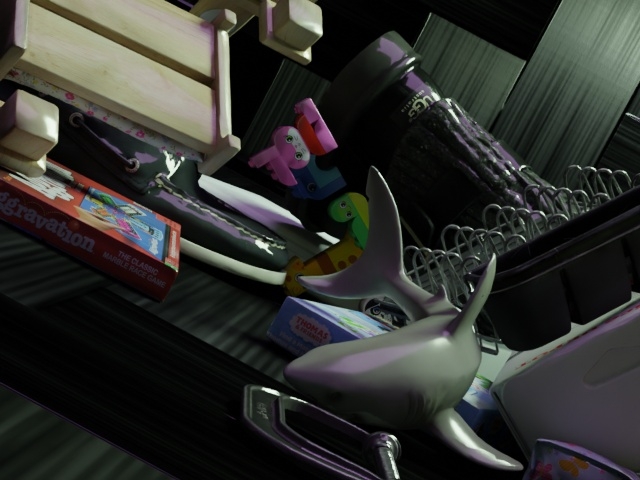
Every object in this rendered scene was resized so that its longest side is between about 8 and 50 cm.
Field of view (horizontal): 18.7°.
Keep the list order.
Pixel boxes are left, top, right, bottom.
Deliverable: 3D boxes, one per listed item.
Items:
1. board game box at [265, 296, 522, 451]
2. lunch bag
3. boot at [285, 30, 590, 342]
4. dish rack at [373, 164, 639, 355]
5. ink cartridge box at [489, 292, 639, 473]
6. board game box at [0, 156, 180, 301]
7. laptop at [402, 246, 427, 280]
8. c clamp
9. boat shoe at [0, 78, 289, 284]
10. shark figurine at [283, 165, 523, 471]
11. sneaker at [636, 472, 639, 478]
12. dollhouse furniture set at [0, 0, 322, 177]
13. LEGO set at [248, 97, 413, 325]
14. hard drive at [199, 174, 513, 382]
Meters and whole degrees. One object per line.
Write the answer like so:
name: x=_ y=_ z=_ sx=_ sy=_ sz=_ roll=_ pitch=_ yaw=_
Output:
board game box: x=0.068 y=0.100 z=1.412 sx=0.160 sy=0.039 sz=0.211 roll=30 pitch=5 yaw=19
lunch bag: x=0.172 y=0.162 z=1.242 sx=0.083 sy=0.053 sz=0.071 roll=19 pitch=-1 yaw=15
boot: x=0.104 y=-0.017 z=1.762 sx=0.260 sy=0.131 sz=0.348 roll=43 pitch=-14 yaw=8
dish rack: x=0.158 y=0.005 z=1.418 sx=0.271 sy=0.208 sz=0.074 roll=11 pitch=-57 yaw=67
ink cartridge box: x=0.228 y=0.089 z=1.391 sx=0.100 sy=0.172 sz=0.237 roll=62 pitch=13 yaw=0
board game box: x=-0.170 y=-0.019 z=1.402 sx=0.145 sy=0.027 sz=0.281 roll=26 pitch=4 yaw=-7
laptop: x=0.240 y=0.129 z=2.401 sx=0.408 sy=0.236 sz=0.382 roll=-1 pitch=6 yaw=-5
c clamp: x=0.017 y=0.116 z=1.019 sx=0.137 sy=0.022 sz=0.160 roll=22 pitch=6 yaw=-10
boat shoe: x=-0.162 y=-0.080 z=1.619 sx=0.340 sy=0.113 sz=0.127 roll=29 pitch=4 yaw=11
shark figurine: x=0.074 y=0.045 z=1.257 sx=0.166 sy=0.116 sz=0.278 roll=24 pitch=19 yaw=-4
sneaker: x=0.306 y=0.167 z=1.502 sx=0.111 sy=0.129 sz=0.297 roll=29 pitch=1 yaw=-4
dollhouse furniture set: x=-0.149 y=-0.118 z=1.513 sx=0.303 sy=0.174 sz=0.355 roll=24 pitch=45 yaw=-31
LEGO set: x=0.000 y=0.000 z=1.665 sx=0.227 sy=0.093 sz=0.087 roll=60 pitch=-7 yaw=-9
hard drive: x=0.024 y=0.036 z=1.885 sx=0.353 sy=0.047 sz=0.233 roll=30 pitch=5 yaw=25
